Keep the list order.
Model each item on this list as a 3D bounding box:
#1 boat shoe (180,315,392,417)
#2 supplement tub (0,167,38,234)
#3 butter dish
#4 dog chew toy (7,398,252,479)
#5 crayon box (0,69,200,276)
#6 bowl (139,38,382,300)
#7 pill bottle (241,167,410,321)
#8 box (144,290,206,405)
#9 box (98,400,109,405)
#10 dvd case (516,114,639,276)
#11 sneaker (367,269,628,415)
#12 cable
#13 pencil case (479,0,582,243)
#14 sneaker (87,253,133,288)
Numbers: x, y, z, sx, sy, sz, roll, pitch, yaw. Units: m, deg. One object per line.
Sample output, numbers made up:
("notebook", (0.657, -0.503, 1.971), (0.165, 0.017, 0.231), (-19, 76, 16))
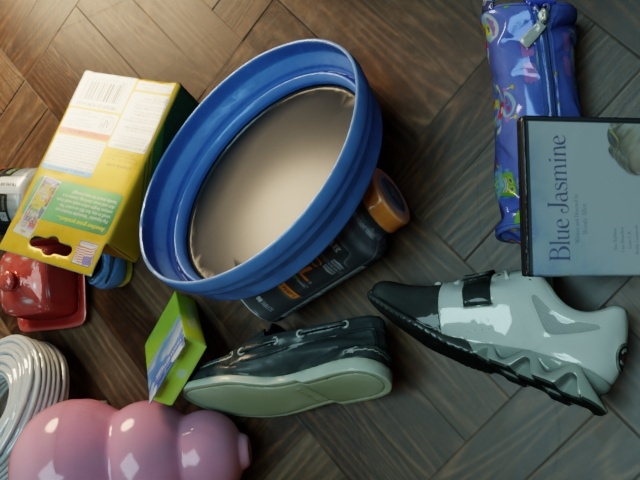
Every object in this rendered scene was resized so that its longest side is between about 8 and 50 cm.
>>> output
("boat shoe", (-0.049, 0.167, 1.216), (0.340, 0.127, 0.113), (-18, 49, 36))
("supplement tub", (-0.538, -0.067, 1.497), (0.190, 0.117, 0.117), (3, 87, 28))
("butter dish", (-0.481, 0.069, 1.453), (0.160, 0.118, 0.160), (-8, 81, 28))
("dog chew toy", (-0.265, 0.320, 1.254), (0.332, 0.206, 0.206), (-8, 81, 1))
("crayon box", (-0.338, -0.098, 1.359), (0.203, 0.083, 0.323), (13, 73, 29))
("bowl", (-0.083, -0.095, 1.182), (0.391, 0.077, 0.391), (-26, 44, 28))
("pill bottle", (0.000, 0.000, 1.189), (0.246, 0.130, 0.130), (-33, 71, 22))
("box", (-0.215, 0.160, 1.285), (0.109, 0.042, 0.178), (-59, 22, 12))
("box", (-0.466, 0.376, 1.449), (0.324, 0.063, 0.067), (-39, 69, 20))
("dvd case", (0.346, -0.049, 0.984), (0.253, 0.022, 0.180), (0, 85, -8))
("sneaker", (0.219, 0.089, 1.084), (0.330, 0.122, 0.146), (19, 77, 30))
("cable", (-0.513, 0.281, 1.423), (0.257, 0.089, 0.257), (-5, 63, 42))
("pencil case", (0.262, -0.147, 1.060), (0.119, 0.133, 0.306), (-3, 84, 2))
("sneaker", (-0.362, -0.024, 1.418), (0.069, 0.082, 0.209), (-20, 75, 28))
